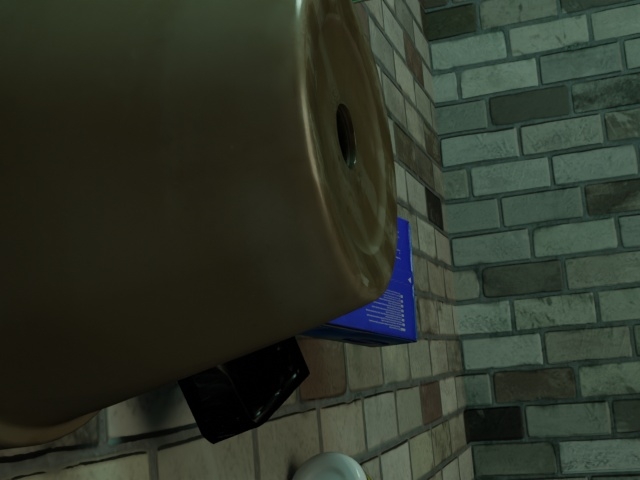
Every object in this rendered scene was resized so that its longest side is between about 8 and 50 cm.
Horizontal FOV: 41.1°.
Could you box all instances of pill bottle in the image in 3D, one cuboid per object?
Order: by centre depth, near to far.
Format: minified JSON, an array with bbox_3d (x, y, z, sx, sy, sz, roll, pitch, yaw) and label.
[{"bbox_3d":[0.034,0.351,1.101,0.184,0.103,0.103,60,28,-51],"label":"pill bottle"}]

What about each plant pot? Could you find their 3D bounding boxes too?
[{"bbox_3d":[-0.110,-0.044,0.518,0.323,0.280,0.323,-9,90,-73],"label":"plant pot"}]

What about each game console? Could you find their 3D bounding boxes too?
[{"bbox_3d":[-0.037,0.019,0.847,0.361,0.044,0.213,-39,112,-51],"label":"game console"}]

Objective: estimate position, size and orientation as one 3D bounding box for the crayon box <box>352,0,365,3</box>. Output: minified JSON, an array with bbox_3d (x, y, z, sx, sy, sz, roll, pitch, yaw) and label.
[{"bbox_3d":[0.004,-0.358,1.132,0.323,0.203,0.083,-59,138,-64],"label":"crayon box"}]

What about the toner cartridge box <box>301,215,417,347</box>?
[{"bbox_3d":[-0.008,0.025,0.991,0.347,0.075,0.165,19,65,-52],"label":"toner cartridge box"}]
